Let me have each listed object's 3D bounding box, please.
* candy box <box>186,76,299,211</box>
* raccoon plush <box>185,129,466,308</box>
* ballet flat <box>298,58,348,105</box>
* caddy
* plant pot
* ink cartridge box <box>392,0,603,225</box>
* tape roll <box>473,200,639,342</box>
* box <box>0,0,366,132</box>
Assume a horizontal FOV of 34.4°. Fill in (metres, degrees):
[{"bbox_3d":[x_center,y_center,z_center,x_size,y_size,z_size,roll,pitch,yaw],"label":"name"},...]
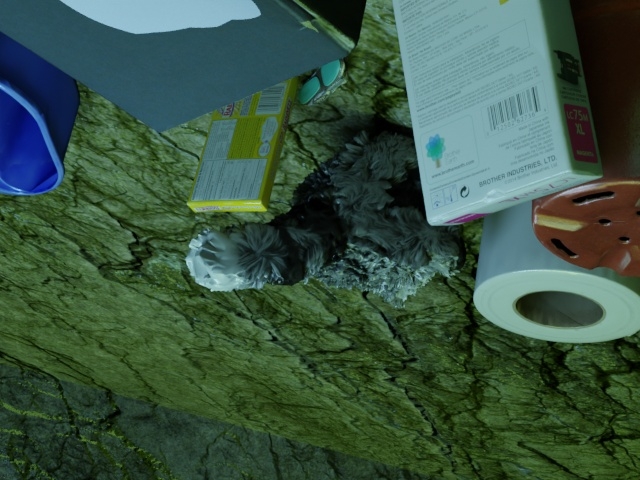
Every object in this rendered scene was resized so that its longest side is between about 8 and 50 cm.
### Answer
[{"bbox_3d":[-0.096,-0.129,1.321,0.105,0.205,0.027,-1,150,25],"label":"candy box"},{"bbox_3d":[0.000,0.000,1.469,0.447,0.216,0.299,-4,159,-20],"label":"raccoon plush"},{"bbox_3d":[0.012,-0.207,1.321,0.041,0.041,0.114,22,152,-20],"label":"ballet flat"},{"bbox_3d":[-0.469,-0.180,1.412,0.241,0.179,0.341,11,154,4],"label":"caddy"},{"bbox_3d":[0.335,-0.120,1.089,0.273,0.265,0.272,10,154,5],"label":"plant pot"},{"bbox_3d":[0.164,-0.187,1.029,0.065,0.311,0.186,-2,168,-41],"label":"ink cartridge box"},{"bbox_3d":[0.350,0.025,1.485,0.246,0.169,0.246,10,154,5],"label":"tape roll"},{"bbox_3d":[-0.110,-0.329,0.712,0.212,0.395,0.294,-15,143,43],"label":"box"}]
